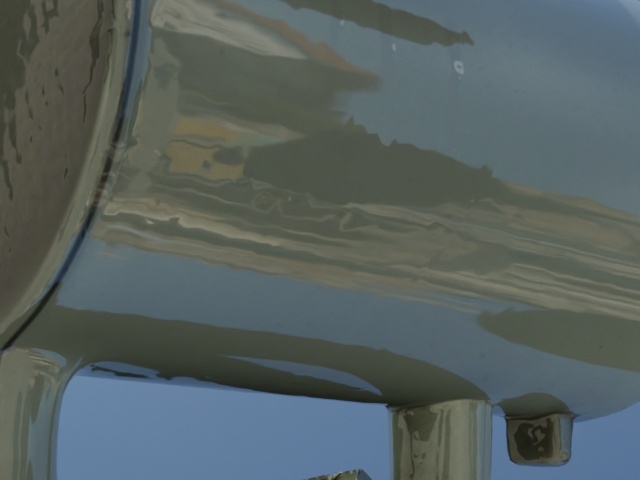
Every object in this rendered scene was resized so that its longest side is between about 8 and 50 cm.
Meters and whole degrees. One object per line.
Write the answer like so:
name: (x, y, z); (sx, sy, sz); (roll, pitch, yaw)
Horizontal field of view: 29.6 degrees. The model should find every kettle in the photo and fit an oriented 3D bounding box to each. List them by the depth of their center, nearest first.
kettle: (-0.008, -0.009, 0.484); (0.205, 0.318, 0.265); (31, -75, 47)

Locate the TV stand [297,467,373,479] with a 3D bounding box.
TV stand: (-0.023, 0.261, 0.672); (0.082, 0.269, 0.088); (-20, -60, 38)
